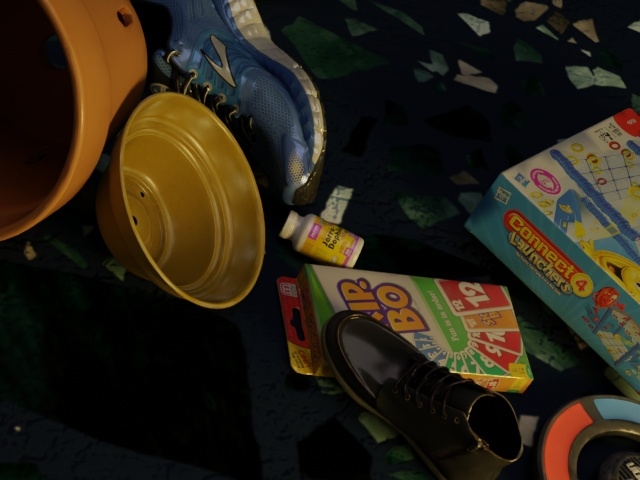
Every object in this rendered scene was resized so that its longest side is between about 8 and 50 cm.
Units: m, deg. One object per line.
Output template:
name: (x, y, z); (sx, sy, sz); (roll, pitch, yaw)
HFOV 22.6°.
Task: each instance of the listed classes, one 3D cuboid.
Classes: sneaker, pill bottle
sneaker: (0.101, 0.135, 1.518); (0.222, 0.118, 0.083); (44, 62, 4)
pill bottle: (0.000, 0.000, 1.669); (0.083, 0.043, 0.043); (26, 44, -4)
sneaker: (-0.106, -0.158, 1.723); (0.147, 0.129, 0.330); (-21, 58, -22)

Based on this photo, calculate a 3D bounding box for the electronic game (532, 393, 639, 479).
electronic game: (0.318, 0.251, 1.601); (0.229, 0.048, 0.229); (14, 46, -15)

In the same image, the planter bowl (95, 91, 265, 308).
planter bowl: (-0.154, -0.029, 1.557); (0.217, 0.090, 0.217); (30, 51, -48)

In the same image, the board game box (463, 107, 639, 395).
board game box: (0.364, 0.013, 1.788); (0.302, 0.086, 0.308); (45, 39, 16)

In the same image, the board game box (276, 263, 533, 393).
board game box: (0.086, 0.090, 1.641); (0.260, 0.039, 0.124); (5, 49, -20)

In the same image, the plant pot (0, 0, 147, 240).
plant pot: (-0.299, -0.164, 1.518); (0.291, 0.291, 0.203); (38, 29, 9)
